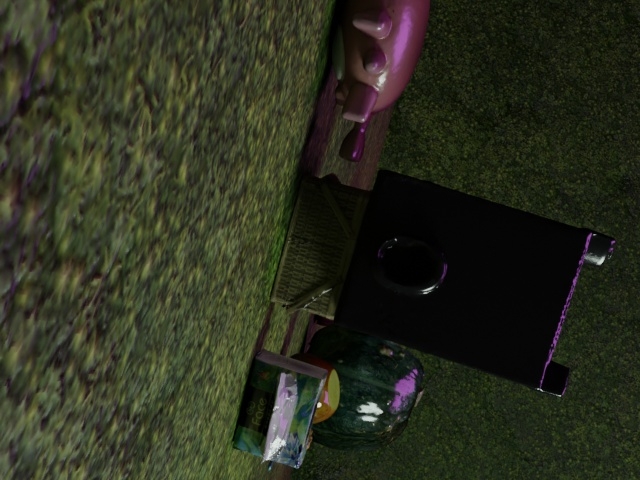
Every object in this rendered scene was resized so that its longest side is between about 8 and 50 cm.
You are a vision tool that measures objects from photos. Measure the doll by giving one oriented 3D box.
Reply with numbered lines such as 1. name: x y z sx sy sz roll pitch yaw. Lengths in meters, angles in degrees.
1. doll: 0.060 -0.209 0.906 0.211 0.093 0.262 -73 176 -67

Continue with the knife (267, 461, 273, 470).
1. knife: -0.097 0.449 1.800 0.091 0.005 0.014 -49 156 -81

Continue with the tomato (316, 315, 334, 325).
1. tomato: 0.092 0.060 1.993 0.338 0.144 0.338 16 90 -83

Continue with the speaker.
1. speaker: 0.164 0.038 0.985 0.232 0.254 0.184 1 107 -84

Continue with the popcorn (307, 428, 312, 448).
1. popcorn: -0.053 0.363 1.620 0.082 0.083 0.057 -18 163 -47

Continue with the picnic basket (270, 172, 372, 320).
1. picnic basket: 0.004 0.005 1.023 0.115 0.080 0.164 -48 153 -81

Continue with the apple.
1. apple: -0.024 0.224 1.349 0.114 0.099 0.102 58 35 -49

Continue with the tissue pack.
1. tissue pack: -0.048 0.194 1.004 0.079 0.085 0.111 -31 137 -82

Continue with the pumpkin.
1. pumpkin: 0.064 0.330 1.795 0.293 0.263 0.197 98 15 -56
